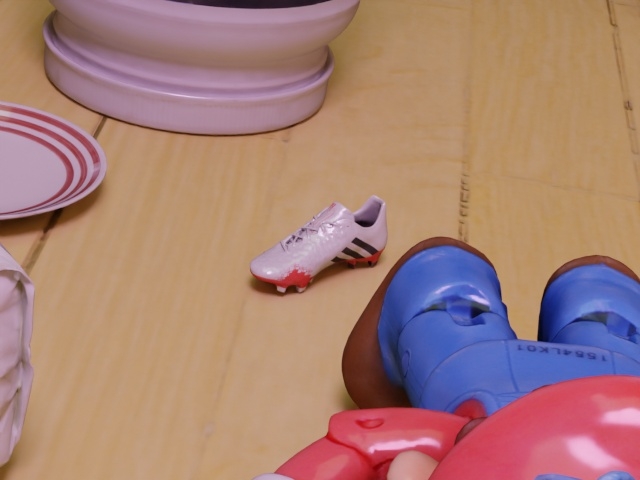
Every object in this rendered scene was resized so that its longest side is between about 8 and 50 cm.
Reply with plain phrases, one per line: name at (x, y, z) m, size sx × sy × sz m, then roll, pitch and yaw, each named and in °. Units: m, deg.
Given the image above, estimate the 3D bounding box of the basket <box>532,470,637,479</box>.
basket at (0.045, 0.165, 0.329) m, size 0.289 × 0.201 × 0.255 m, roll 22°, pitch 18°, yaw -24°

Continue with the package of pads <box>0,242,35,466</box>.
package of pads at (-0.276, 0.017, 0.663) m, size 0.296 × 0.101 × 0.229 m, roll -8°, pitch 30°, yaw -30°

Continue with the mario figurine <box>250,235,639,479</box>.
mario figurine at (0.067, 0.108, 0.616) m, size 0.198 × 0.170 × 0.320 m, roll -26°, pitch 13°, yaw 9°

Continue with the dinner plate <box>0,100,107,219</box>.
dinner plate at (-0.177, -0.038, 0.900) m, size 0.141 × 0.017 × 0.141 m, roll 7°, pitch 25°, yaw -3°

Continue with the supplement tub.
supplement tub at (-0.060, -0.216, 1.006) m, size 0.191 × 0.272 × 0.191 m, roll 7°, pitch 26°, yaw -4°

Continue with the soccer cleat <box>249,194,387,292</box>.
soccer cleat at (0.000, 0.000, 0.859) m, size 0.083 × 0.035 × 0.029 m, roll -14°, pitch 35°, yaw -40°
